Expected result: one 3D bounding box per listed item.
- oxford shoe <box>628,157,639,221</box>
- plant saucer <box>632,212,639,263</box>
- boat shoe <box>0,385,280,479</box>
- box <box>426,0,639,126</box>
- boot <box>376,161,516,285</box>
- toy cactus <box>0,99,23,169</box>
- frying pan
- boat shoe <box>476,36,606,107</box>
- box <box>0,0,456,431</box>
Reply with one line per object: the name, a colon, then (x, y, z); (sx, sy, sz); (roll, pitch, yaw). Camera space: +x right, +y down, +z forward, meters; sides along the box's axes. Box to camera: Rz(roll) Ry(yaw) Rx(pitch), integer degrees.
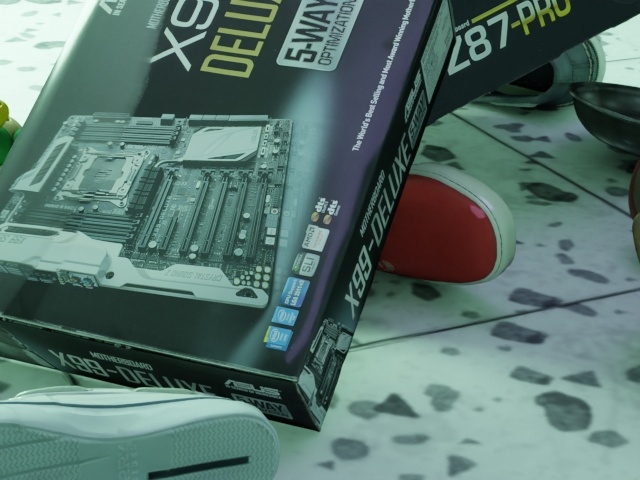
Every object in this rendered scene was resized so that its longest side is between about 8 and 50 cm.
oxford shoe: (0.373, -0.005, 0.942); (0.130, 0.123, 0.348); (19, 6, -34)
plant saucer: (0.277, 0.041, 0.848); (0.199, 0.036, 0.198); (27, -13, 7)
boat shoe: (-0.135, 0.118, 0.720); (0.226, 0.083, 0.076); (2, 9, -29)
box: (0.065, -0.199, 1.203); (0.318, 0.097, 0.395); (-29, 22, -15)
boot: (0.000, 0.000, 0.978); (0.244, 0.088, 0.176); (13, 25, 43)
toy cactus: (-0.233, -0.077, 1.148); (0.181, 0.112, 0.219); (-6, 19, 33)
frying pan: (0.367, -0.107, 1.291); (0.326, 0.053, 0.197); (-2, 22, -39)
boat shoe: (0.129, -0.208, 1.425); (0.319, 0.116, 0.099); (20, 25, 26)
box: (-0.070, -0.051, 0.896); (0.242, 0.076, 0.307); (11, 62, 19)
